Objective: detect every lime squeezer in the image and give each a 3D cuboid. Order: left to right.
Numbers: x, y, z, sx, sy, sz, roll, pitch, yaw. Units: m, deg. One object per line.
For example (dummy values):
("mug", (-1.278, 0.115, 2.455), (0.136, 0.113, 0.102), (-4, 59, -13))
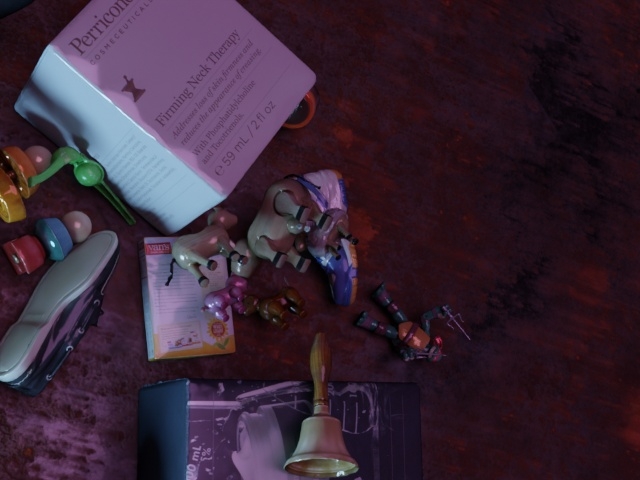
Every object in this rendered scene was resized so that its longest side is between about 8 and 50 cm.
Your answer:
("lime squeezer", (-0.436, -0.114, 1.784), (0.110, 0.059, 0.310), (58, 12, 23))

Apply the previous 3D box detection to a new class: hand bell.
("hand bell", (0.003, 0.274, 1.666), (0.126, 0.126, 0.242), (15, 59, -25))

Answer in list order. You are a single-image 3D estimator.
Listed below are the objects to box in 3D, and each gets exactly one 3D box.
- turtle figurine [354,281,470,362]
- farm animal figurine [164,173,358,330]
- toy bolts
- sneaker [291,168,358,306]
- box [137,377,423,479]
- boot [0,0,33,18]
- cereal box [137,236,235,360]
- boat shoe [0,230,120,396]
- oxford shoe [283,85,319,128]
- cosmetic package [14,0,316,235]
("turtle figurine", (0.198, 0.202, 2.098), (0.234, 0.118, 0.175), (33, 49, -1))
("farm animal figurine", (-0.124, 0.006, 1.879), (0.327, 0.172, 0.330), (-51, 141, -2))
("toy bolts", (-0.505, -0.065, 1.740), (0.158, 0.218, 0.229), (-32, 108, -28))
("sneaker", (0.000, 0.000, 2.061), (0.131, 0.112, 0.297), (-9, 81, -12))
("box", (-0.076, 0.502, 1.783), (0.471, 0.297, 0.480), (5, 76, -25))
("boot", (-0.629, -0.261, 1.640), (0.367, 0.146, 0.445), (-12, 67, 6))
("cereal box", (-0.263, 0.111, 1.909), (0.173, 0.047, 0.240), (-1, 78, -29))
("boat shoe", (-0.458, 0.136, 1.766), (0.113, 0.127, 0.340), (58, 47, -39))
("oxford shoe", (-0.159, -0.379, 2.060), (0.363, 0.130, 0.133), (38, 31, -8))
("cosmetic package", (-0.295, -0.277, 1.821), (0.393, 0.327, 0.329), (41, 63, -13))
